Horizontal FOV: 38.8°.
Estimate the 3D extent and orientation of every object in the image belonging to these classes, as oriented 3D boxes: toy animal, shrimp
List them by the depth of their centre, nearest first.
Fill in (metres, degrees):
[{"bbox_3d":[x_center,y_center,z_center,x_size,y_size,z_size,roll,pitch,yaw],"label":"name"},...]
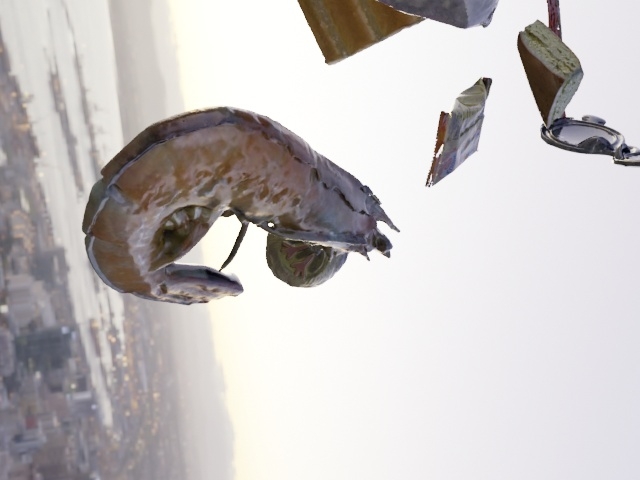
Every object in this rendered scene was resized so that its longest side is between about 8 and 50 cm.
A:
[{"bbox_3d":[-0.040,-0.008,0.572,0.143,0.251,0.052,-45,-130,21],"label":"shrimp"},{"bbox_3d":[0.000,0.000,1.093,0.098,0.137,0.098,55,15,-23],"label":"toy animal"}]

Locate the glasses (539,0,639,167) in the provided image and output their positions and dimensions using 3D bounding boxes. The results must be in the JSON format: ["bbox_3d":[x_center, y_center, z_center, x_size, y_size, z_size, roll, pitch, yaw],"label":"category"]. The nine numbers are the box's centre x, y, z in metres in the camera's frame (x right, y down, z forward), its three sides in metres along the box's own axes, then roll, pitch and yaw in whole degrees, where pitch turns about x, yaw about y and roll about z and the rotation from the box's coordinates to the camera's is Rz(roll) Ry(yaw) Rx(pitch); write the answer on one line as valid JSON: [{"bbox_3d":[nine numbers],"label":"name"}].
[{"bbox_3d":[0.343,-0.215,1.034,0.234,0.118,0.268,-144,-138,-59],"label":"glasses"}]

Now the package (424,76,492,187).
[{"bbox_3d":[0.167,-0.132,1.102,0.121,0.031,0.108,-41,148,-44],"label":"package"}]

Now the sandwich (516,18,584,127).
[{"bbox_3d":[0.182,-0.129,0.706,0.044,0.031,0.083,19,-43,64],"label":"sandwich"}]

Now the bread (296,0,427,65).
[{"bbox_3d":[0.069,-0.387,1.161,0.246,0.239,0.111,64,15,-9],"label":"bread"}]

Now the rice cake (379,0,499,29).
[{"bbox_3d":[-0.022,-0.205,0.514,0.050,0.298,0.106,-84,-168,-47],"label":"rice cake"}]
